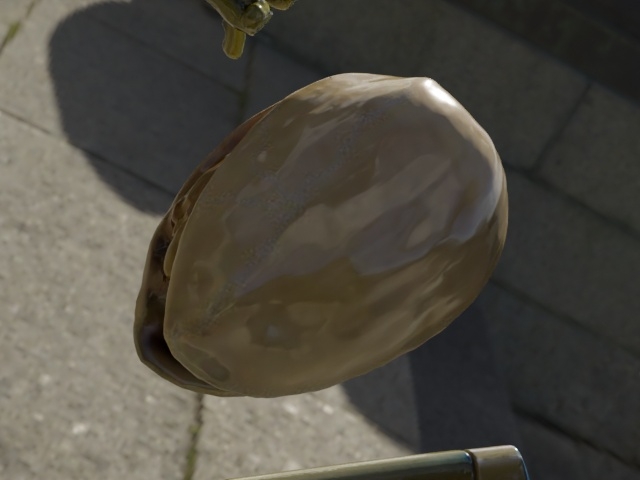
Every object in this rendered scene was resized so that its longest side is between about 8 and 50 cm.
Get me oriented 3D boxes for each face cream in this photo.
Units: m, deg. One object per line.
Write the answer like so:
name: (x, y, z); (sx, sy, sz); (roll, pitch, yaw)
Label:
face cream: (0.046, 0.232, 1.204); (0.285, 0.139, 0.067); (-3, 34, -24)

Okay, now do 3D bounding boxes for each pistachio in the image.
pistachio: (0.000, 0.000, 0.814); (0.229, 0.157, 0.157); (-35, 57, -24)

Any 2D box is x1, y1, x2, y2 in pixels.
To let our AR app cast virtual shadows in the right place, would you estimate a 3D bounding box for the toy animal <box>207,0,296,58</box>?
toy animal: (-0.043, -0.201, 0.815); (0.136, 0.181, 0.073); (44, 31, 3)
